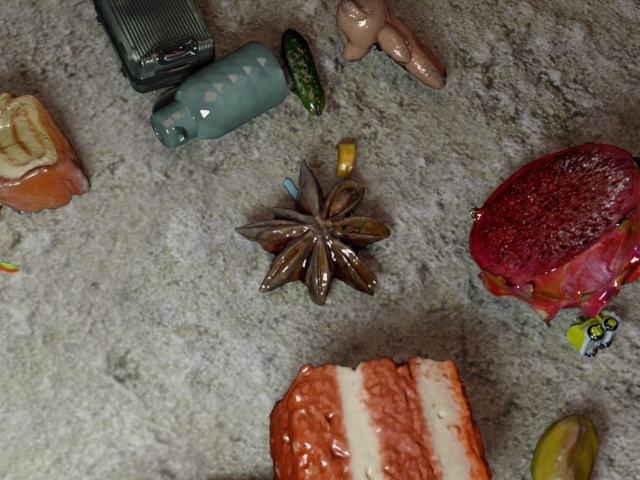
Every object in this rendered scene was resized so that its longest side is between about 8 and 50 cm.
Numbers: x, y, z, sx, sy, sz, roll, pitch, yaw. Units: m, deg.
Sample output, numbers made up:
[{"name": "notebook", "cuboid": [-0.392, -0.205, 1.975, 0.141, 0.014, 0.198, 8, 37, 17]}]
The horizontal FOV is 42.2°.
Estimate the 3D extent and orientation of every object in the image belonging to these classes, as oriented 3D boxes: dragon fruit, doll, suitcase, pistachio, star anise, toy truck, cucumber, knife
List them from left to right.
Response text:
[{"name": "suitcase", "cuboid": [-0.363, -0.475, 1.779, 0.202, 0.128, 0.312, -22, 71, -20]}, {"name": "knife", "cuboid": [-0.049, -0.089, 1.724, 0.027, 0.010, 0.096, -28, 71, -17]}, {"name": "cucumber", "cuboid": [-0.038, -0.369, 1.831, 0.069, 0.069, 0.228, -13, 72, -17]}, {"name": "star anise", "cuboid": [-0.014, -0.012, 1.639, 0.315, 0.108, 0.316, 2, 69, -5]}, {"name": "doll", "cuboid": [0.147, -0.431, 1.874, 0.303, 0.156, 0.201, 42, 21, -10]}, {"name": "pistachio", "cuboid": [0.449, 0.413, 1.536, 0.110, 0.100, 0.190, 12, 76, 21]}, {"name": "dragon fruit", "cuboid": [0.492, 0.003, 1.629, 0.249, 0.370, 0.386, 48, 60, -27]}, {"name": "toy truck", "cuboid": [0.555, 0.178, 1.685, 0.111, 0.076, 0.077, -27, 53, -22]}]

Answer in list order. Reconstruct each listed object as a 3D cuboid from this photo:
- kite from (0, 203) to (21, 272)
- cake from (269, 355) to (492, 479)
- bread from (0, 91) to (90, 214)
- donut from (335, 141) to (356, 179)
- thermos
[{"name": "kite", "cuboid": [-0.651, 0.028, 1.548, 0.183, 0.014, 0.241, 12, 62, -6]}, {"name": "cake", "cuboid": [0.087, 0.360, 1.392, 0.319, 0.269, 0.270, -3, 65, -15]}, {"name": "bread", "cuboid": [-0.578, -0.176, 1.599, 0.190, 0.123, 0.244, -27, 71, -20]}, {"name": "donut", "cuboid": [0.051, -0.173, 1.773, 0.037, 0.067, 0.083, 10, 95, -13]}, {"name": "thermos", "cuboid": [-0.225, -0.297, 1.721, 0.286, 0.145, 0.182, -33, 43, -22]}]
